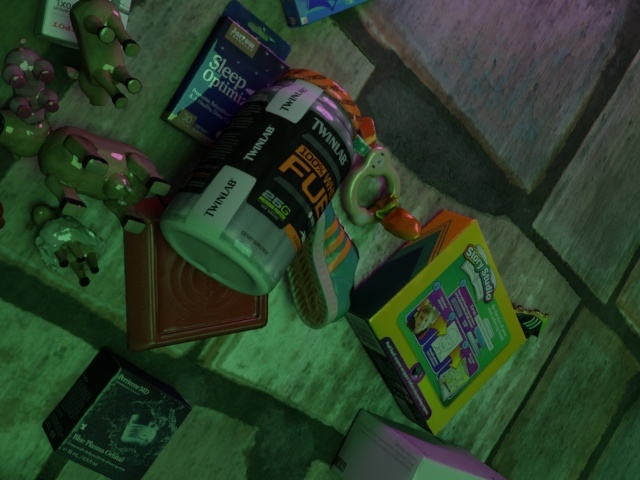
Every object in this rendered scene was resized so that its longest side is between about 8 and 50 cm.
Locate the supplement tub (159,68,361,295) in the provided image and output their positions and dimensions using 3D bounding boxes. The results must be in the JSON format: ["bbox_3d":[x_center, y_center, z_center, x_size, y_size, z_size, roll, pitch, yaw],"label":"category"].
[{"bbox_3d":[-0.077,-0.093,0.989,0.193,0.194,0.316,46,65,-33],"label":"supplement tub"}]

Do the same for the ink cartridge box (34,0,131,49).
[{"bbox_3d":[-0.317,-0.337,0.901,0.109,0.063,0.150,7,99,-34],"label":"ink cartridge box"}]

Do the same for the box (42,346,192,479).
[{"bbox_3d":[-0.322,0.283,1.057,0.156,0.093,0.158,43,78,-34],"label":"box"}]

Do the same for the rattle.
[{"bbox_3d":[0.111,-0.112,1.204,0.130,0.142,0.199,-4,113,-13],"label":"rattle"}]

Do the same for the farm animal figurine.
[{"bbox_3d":[-0.334,-0.137,0.885,0.330,0.172,0.327,-43,142,0],"label":"farm animal figurine"}]

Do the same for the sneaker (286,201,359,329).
[{"bbox_3d":[0.000,0.000,1.191,0.121,0.108,0.302,-23,110,-48],"label":"sneaker"}]

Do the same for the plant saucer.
[{"bbox_3d":[-0.191,0.053,1.105,0.259,0.048,0.258,-6,107,-31],"label":"plant saucer"}]

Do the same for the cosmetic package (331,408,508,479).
[{"bbox_3d":[0.237,0.517,1.416,0.385,0.217,0.156,32,86,-37],"label":"cosmetic package"}]

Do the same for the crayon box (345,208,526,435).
[{"bbox_3d":[0.250,0.173,1.391,0.313,0.106,0.362,-41,122,-18],"label":"crayon box"}]

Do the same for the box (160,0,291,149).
[{"bbox_3d":[-0.140,-0.254,1.058,0.136,0.036,0.225,32,84,-35],"label":"box"}]

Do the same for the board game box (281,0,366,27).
[{"bbox_3d":[0.021,-0.464,1.095,0.210,0.047,0.160,-30,118,-24],"label":"board game box"}]

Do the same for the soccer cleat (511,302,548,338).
[{"bbox_3d":[0.481,0.194,1.577,0.179,0.060,0.072,16,96,-38],"label":"soccer cleat"}]
